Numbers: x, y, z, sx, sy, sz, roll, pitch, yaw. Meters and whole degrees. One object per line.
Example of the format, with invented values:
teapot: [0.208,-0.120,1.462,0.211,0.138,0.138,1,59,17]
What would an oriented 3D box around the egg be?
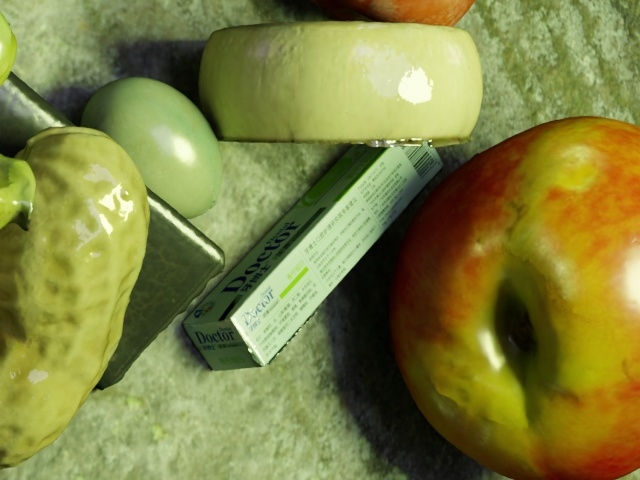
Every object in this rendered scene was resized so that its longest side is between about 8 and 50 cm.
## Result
egg: [-0.152,-0.081,1.474,0.152,0.114,0.114,46,56,-22]

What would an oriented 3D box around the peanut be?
peanut: [-0.233,0.054,1.330,0.147,0.147,0.305,1,114,-41]

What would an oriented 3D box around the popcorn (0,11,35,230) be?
popcorn: [-0.373,-0.046,1.158,0.335,0.279,0.274,22,55,-7]

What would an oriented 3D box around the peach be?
peach: [0.260,0.053,1.656,0.388,0.388,0.388,8,78,-40]

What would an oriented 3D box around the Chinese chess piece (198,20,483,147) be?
Chinese chess piece: [0.019,-0.145,1.530,0.270,0.270,0.112,-3,95,-41]

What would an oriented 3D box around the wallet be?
wallet: [-0.245,-0.018,1.400,0.321,0.044,0.170,42,88,-29]

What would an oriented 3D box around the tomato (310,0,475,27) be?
tomato: [0.076,-0.307,1.648,0.208,0.208,0.184,25,87,-36]

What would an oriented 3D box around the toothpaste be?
toothpaste: [0.000,0.000,1.615,0.336,0.081,0.067,-47,113,-36]
